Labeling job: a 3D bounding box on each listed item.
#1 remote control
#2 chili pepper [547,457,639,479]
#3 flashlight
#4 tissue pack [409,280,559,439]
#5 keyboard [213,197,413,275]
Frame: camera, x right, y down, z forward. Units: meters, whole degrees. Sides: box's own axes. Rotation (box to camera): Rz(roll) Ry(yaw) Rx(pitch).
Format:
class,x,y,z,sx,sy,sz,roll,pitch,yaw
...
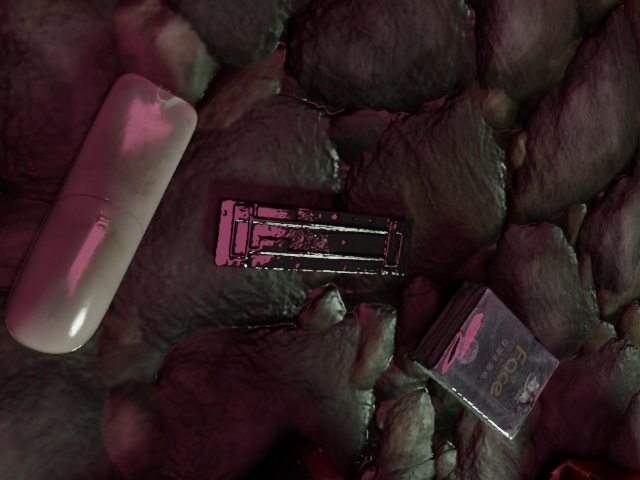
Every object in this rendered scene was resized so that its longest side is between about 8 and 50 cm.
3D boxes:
class,x,y,z,sx,sy,sz,roll,pitch,yaw
remote control,-0.170,-0.018,0.438,0.073,0.044,0.229,27,87,-24
chili pepper,0.397,0.365,0.750,0.252,0.136,0.144,12,48,-37
flashlight,-0.081,0.279,0.507,0.231,0.093,0.093,-32,111,-17
tissue pack,0.187,0.134,0.630,0.156,0.051,0.112,42,79,-25
keyboard,0.000,0.000,0.539,0.204,0.013,0.061,4,96,-26
